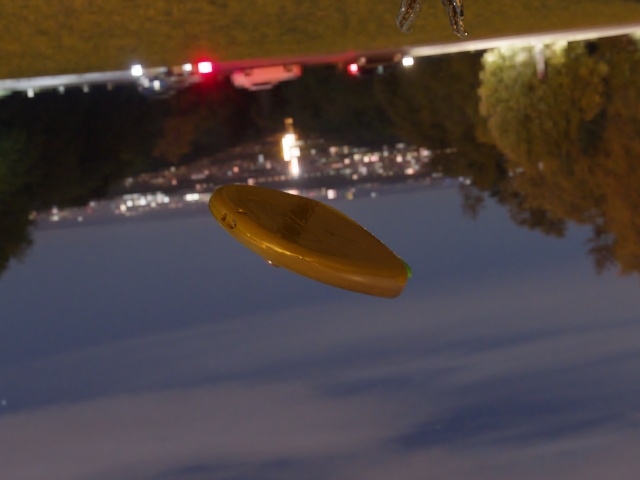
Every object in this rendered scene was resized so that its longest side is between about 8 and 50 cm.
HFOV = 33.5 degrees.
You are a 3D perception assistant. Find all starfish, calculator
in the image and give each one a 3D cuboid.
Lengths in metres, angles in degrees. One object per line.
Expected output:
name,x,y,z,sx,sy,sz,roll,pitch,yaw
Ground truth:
starfish,0.113,-0.347,1.378,0.176,0.208,0.053,14,-128,22
calculator,0.000,0.000,0.923,0.146,0.032,0.235,40,-162,35
